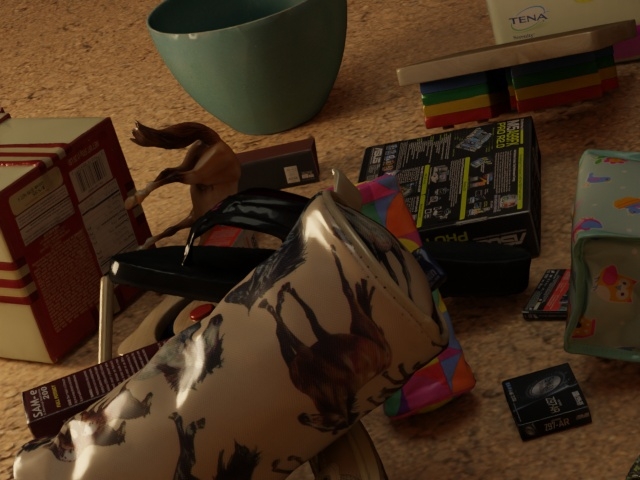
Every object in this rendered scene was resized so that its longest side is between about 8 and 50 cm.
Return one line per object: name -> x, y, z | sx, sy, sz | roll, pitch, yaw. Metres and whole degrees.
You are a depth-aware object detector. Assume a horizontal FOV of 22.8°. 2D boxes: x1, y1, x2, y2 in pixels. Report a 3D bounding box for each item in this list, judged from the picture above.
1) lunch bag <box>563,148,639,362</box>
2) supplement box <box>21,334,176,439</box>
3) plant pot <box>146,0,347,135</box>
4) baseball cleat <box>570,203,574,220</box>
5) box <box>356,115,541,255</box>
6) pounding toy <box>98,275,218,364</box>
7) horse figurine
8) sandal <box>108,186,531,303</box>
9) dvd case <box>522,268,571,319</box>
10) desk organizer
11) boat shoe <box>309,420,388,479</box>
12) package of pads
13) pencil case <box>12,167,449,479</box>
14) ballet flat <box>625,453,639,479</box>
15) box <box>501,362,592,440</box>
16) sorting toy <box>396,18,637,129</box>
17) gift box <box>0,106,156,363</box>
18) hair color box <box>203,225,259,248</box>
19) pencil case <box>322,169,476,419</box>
lunch bag -> 0.367, 0.016, 1.493 | 0.262, 0.160, 0.223 | 5, 25, 11
supplement box -> -0.149, 0.170, 1.516 | 0.239, 0.130, 0.073 | -20, 25, -9
plant pot -> -0.086, -0.268, 2.302 | 0.290, 0.195, 0.290 | -13, 25, 6
baseball cleat -> 0.377, -0.044, 1.731 | 0.206, 0.072, 0.109 | -28, 41, -13
box -> 0.149, -0.050, 1.871 | 0.216, 0.060, 0.270 | -10, 26, 12
pounding toy -> -0.131, 0.089, 1.639 | 0.154, 0.155, 0.269 | -6, 26, 30
horse figurine -> -0.148, -0.053, 1.881 | 0.174, 0.263, 0.066 | -35, 54, -23
sandal -> 0.001, 0.000, 1.634 | 0.446, 0.107, 0.167 | -1, 10, -18
dvd case -> 0.276, 0.055, 1.630 | 0.119, 0.013, 0.087 | -3, 28, 29
desk organizer -> -0.066, -0.097, 2.116 | 0.130, 0.047, 0.050 | -11, 23, 12
boat shoe -> 0.017, 0.240, 1.301 | 0.098, 0.109, 0.302 | -18, 30, -5
package of pads -> 0.370, -0.357, 2.170 | 0.296, 0.229, 0.101 | -8, 26, 20
pencil case -> -0.082, 0.131, 1.339 | 0.410, 0.160, 0.183 | -40, 36, 16
ballet flat -> 0.295, 0.222, 1.233 | 0.070, 0.070, 0.188 | -21, 23, -9
box -> 0.208, 0.149, 1.470 | 0.067, 0.018, 0.083 | -16, 25, 3
sorting toy -> 0.263, -0.210, 2.037 | 0.255, 0.089, 0.257 | -8, 7, 23
gift box -> -0.376, -0.029, 1.910 | 0.258, 0.276, 0.255 | 1, 25, 36
hair color box -> -0.111, 0.038, 1.834 | 0.043, 0.072, 0.141 | -7, 26, 21
pencil case -> 0.067, 0.050, 1.516 | 0.104, 0.236, 0.104 | -20, -3, -1
